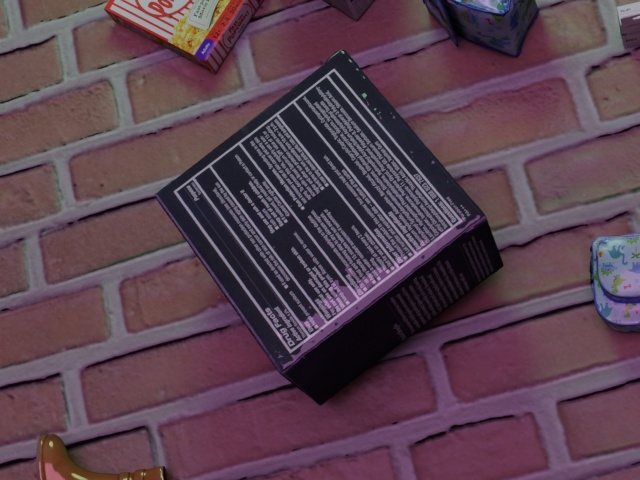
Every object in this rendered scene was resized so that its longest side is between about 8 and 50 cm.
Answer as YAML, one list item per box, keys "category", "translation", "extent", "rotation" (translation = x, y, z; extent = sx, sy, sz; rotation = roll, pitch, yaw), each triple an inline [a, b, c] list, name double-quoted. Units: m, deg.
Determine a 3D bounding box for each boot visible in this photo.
- category: "boot"
  translation: [-0.269, 0.315, 1.708]
  extent: [0.152, 0.073, 0.197]
  rotation: [-25, 79, 8]

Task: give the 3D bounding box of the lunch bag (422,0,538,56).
- category: "lunch bag"
  translation: [0.195, -0.315, 1.753]
  extent: [0.151, 0.129, 0.096]
  rotation: [23, 79, 21]

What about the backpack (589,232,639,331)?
- category: "backpack"
  translation: [0.373, 0.049, 1.600]
  extent: [0.105, 0.084, 0.114]
  rotation: [-4, 73, 18]

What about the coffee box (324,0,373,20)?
- category: "coffee box"
  translation: [-0.015, -0.437, 1.764]
  extent: [0.168, 0.297, 0.119]
  rotation: [36, 85, 23]

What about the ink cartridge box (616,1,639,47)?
- category: "ink cartridge box"
  translation: [0.404, -0.279, 1.703]
  extent: [0.048, 0.083, 0.028]
  rotation: [-12, 69, 12]

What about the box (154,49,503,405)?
- category: "box"
  translation: [0.011, -0.013, 1.633]
  extent: [0.294, 0.183, 0.296]
  rotation: [-37, 65, -1]

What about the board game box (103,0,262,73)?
- category: "board game box"
  translation: [-0.193, -0.344, 1.923]
  extent: [0.193, 0.045, 0.147]
  rotation: [28, 82, 23]
